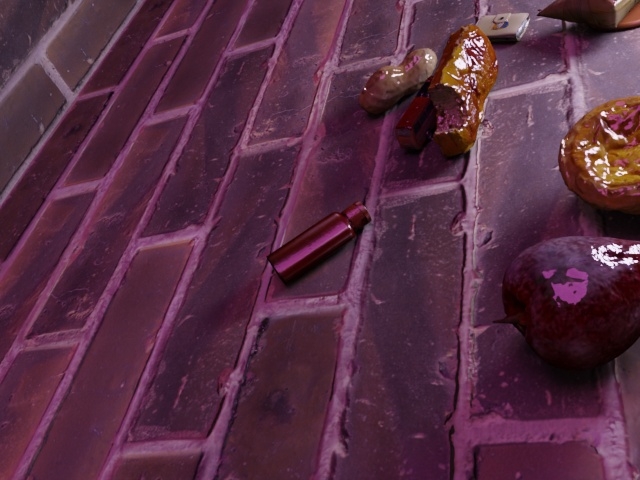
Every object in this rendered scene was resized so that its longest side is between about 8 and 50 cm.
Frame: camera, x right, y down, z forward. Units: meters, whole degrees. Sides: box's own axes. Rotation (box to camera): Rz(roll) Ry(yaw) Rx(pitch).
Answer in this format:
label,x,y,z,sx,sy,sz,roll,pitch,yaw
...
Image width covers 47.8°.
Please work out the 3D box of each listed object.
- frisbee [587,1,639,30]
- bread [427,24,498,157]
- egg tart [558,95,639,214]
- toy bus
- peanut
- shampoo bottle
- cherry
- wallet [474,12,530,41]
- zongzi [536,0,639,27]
label,x,y,z,sx,sy,sz,roll,pitch,yaw
frisbee,0.837,-0.646,1.958,0.250,0.021,0.251,-16,41,15
bread,0.359,-0.391,1.839,0.109,0.185,0.380,-7,44,35
egg tart,0.647,-0.155,1.446,0.341,0.129,0.341,-16,40,14
toy bus,0.275,-0.336,1.901,0.073,0.096,0.235,9,53,35
peanut,0.224,-0.454,2.052,0.263,0.117,0.101,-30,60,-6
shampoo bottle,0.000,0.000,1.722,0.260,0.064,0.102,-35,38,-7
cherry,0.443,0.098,1.232,0.300,0.203,0.230,-27,34,2
wallet,0.521,-0.615,2.103,0.155,0.039,0.110,11,57,40
zongzi,0.744,-0.661,1.943,0.228,0.115,0.256,-41,30,-19
